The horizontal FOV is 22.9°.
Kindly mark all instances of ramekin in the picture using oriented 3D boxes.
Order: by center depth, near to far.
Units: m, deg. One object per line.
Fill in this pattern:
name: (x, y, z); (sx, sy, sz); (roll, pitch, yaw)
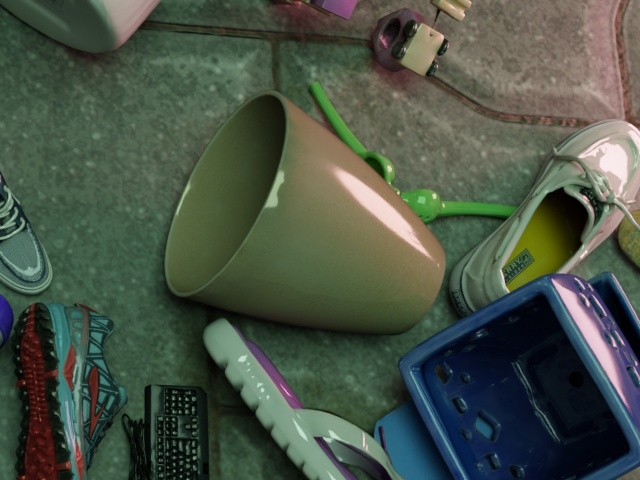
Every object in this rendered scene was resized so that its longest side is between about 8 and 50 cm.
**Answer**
ramekin: (-0.302, -0.343, 1.834); (0.277, 0.277, 0.135); (34, 73, -3)

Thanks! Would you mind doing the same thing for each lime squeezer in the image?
lime squeezer: (0.103, -0.086, 1.977); (0.310, 0.059, 0.110); (32, 66, -3)

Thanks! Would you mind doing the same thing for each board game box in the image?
board game box: (0.134, 0.252, 1.881); (0.168, 0.033, 0.133); (-30, 80, -31)

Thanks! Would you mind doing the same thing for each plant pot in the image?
plant pot: (0.272, 0.175, 1.828); (0.212, 0.236, 0.236); (-11, 71, -55)
plant pot: (0.000, 0.000, 1.834); (0.274, 0.256, 0.256); (26, 65, -25)

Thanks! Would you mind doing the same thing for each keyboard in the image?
keyboard: (-0.172, 0.255, 1.784); (0.100, 0.038, 0.192); (2, 70, -16)

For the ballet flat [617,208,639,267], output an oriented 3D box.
ballet flat: (0.558, 0.033, 2.041); (0.348, 0.123, 0.123); (25, 66, -7)

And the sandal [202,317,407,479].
sandal: (0.026, 0.235, 1.769); (0.102, 0.169, 0.416); (-41, 85, -4)

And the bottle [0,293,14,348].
bottle: (-0.432, 0.175, 1.689); (0.092, 0.118, 0.283); (27, 66, 1)

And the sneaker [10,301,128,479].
sneaker: (-0.260, 0.197, 1.739); (0.125, 0.104, 0.262); (1, 85, -41)

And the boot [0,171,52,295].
boot: (-0.369, -0.026, 1.796); (0.069, 0.086, 0.190); (-36, 84, -24)

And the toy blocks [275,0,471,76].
toy blocks: (0.029, -0.412, 2.006); (0.309, 0.260, 0.289); (26, 94, -32)

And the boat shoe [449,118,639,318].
boat shoe: (0.316, -0.039, 1.957); (0.367, 0.156, 0.136); (-40, 98, -28)
